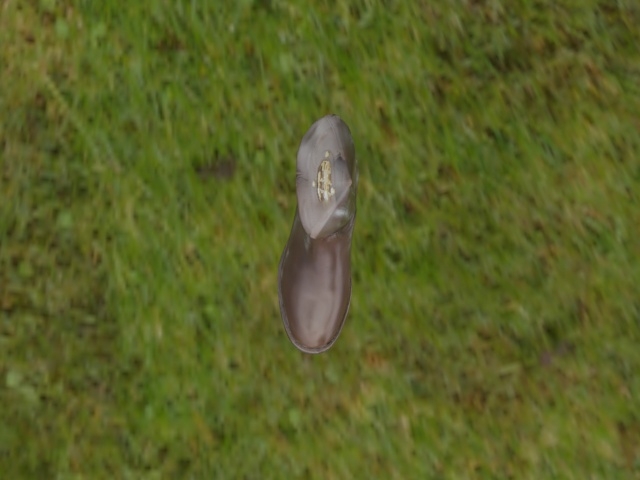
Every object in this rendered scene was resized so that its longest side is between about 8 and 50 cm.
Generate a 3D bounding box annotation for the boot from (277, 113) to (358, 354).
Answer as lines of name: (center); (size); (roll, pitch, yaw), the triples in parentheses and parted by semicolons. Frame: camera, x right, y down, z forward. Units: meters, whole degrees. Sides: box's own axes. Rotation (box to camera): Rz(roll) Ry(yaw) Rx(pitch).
boot: (0.000, 0.000, 0.863); (0.037, 0.114, 0.106); (3, 88, -1)
